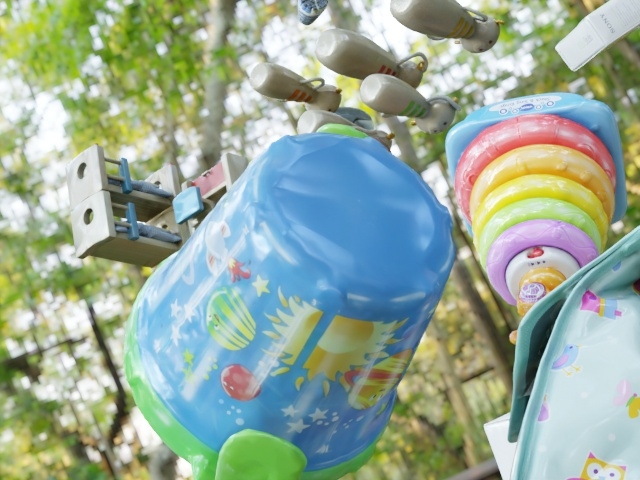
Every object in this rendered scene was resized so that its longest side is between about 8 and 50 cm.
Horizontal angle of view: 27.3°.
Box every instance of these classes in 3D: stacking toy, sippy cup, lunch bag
[{"bbox_3d":[0.208,0.007,1.251,0.175,0.166,0.302,-8,37,14],"label":"stacking toy"},{"bbox_3d":[-0.013,0.043,1.018,0.240,0.305,0.224,-7,-33,-30],"label":"sippy cup"},{"bbox_3d":[0.215,0.144,0.961,0.160,0.262,0.223,8,-34,12],"label":"lunch bag"}]

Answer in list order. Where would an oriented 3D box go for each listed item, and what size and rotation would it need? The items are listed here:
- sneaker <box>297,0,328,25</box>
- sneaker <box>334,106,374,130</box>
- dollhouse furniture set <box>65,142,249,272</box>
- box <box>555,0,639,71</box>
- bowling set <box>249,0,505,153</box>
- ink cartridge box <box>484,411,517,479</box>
[{"bbox_3d":[-0.003,-0.359,1.869,0.135,0.052,0.058,-63,-1,-35],"label":"sneaker"},{"bbox_3d":[0.000,0.000,1.584,0.146,0.122,0.330,76,-148,-44],"label":"sneaker"},{"bbox_3d":[-0.193,-0.063,1.571,0.183,0.129,0.129,-30,-29,35],"label":"dollhouse furniture set"},{"bbox_3d":[0.514,-0.375,1.952,0.322,0.058,0.232,-33,-1,-1],"label":"box"},{"bbox_3d":[0.064,-0.137,1.451,0.287,0.200,0.154,-19,-24,41],"label":"bowling set"},{"bbox_3d":[0.412,0.325,2.039,0.272,0.198,0.115,-18,-4,-32],"label":"ink cartridge box"}]
